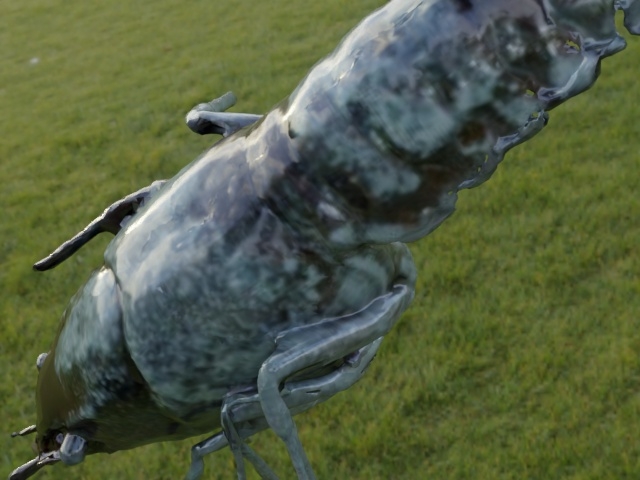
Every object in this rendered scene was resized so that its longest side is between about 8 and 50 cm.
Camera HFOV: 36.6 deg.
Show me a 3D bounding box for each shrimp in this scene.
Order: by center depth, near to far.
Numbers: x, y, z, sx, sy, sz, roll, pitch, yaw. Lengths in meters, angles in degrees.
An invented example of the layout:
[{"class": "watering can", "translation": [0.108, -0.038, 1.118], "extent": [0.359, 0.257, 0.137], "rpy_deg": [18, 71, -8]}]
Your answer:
[{"class": "shrimp", "translation": [-0.005, 0.001, 0.427], "extent": [0.166, 0.410, 0.221], "rpy_deg": [11, 46, -36]}]
